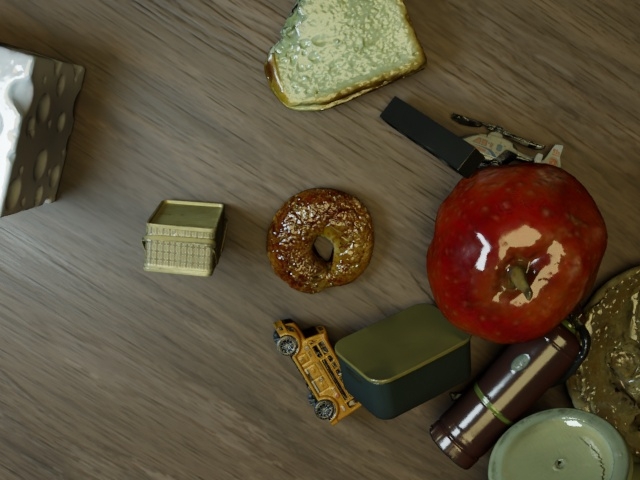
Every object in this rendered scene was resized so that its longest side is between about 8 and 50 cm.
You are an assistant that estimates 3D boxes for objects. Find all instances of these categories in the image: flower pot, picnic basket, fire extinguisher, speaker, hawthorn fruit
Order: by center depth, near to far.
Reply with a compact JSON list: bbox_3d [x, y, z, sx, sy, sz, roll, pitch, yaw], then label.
[{"bbox_3d":[0.294,0.027,1.158,0.287,0.330,0.287,3,106,9],"label":"hawthorn fruit"},{"bbox_3d":[0.397,0.417,1.214,0.307,0.307,0.244,-24,123,3],"label":"flower pot"},{"bbox_3d":[0.174,-0.166,1.215,0.046,0.191,0.040,-53,140,6],"label":"speaker"},{"bbox_3d":[-0.216,-0.007,1.240,0.115,0.164,0.080,5,107,0],"label":"picnic basket"},{"bbox_3d":[0.325,0.223,1.285,0.341,0.141,0.105,-49,128,9],"label":"fire extinguisher"}]

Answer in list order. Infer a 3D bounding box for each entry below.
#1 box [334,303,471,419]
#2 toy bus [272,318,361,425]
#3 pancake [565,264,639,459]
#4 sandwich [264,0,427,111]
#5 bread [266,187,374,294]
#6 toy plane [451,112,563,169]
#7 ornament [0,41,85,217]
[{"bbox_3d":[0.138,0.197,1.249,0.201,0.144,0.090,-22,119,-25],"label":"box"},{"bbox_3d":[-0.007,0.212,1.311,0.088,0.083,0.194,-30,100,-5],"label":"toy bus"},{"bbox_3d":[0.608,0.214,1.312,0.386,0.082,0.387,0,96,5],"label":"pancake"},{"bbox_3d":[0.015,-0.362,1.217,0.254,0.099,0.289,-17,99,2],"label":"sandwich"},{"bbox_3d":[0.000,0.000,1.290,0.193,0.064,0.193,0,102,-2],"label":"bread"},{"bbox_3d":[0.304,-0.148,1.275,0.197,0.053,0.078,16,89,2],"label":"toy plane"},{"bbox_3d":[-0.532,-0.190,1.172,0.239,0.240,0.240,15,98,-3],"label":"ornament"}]
